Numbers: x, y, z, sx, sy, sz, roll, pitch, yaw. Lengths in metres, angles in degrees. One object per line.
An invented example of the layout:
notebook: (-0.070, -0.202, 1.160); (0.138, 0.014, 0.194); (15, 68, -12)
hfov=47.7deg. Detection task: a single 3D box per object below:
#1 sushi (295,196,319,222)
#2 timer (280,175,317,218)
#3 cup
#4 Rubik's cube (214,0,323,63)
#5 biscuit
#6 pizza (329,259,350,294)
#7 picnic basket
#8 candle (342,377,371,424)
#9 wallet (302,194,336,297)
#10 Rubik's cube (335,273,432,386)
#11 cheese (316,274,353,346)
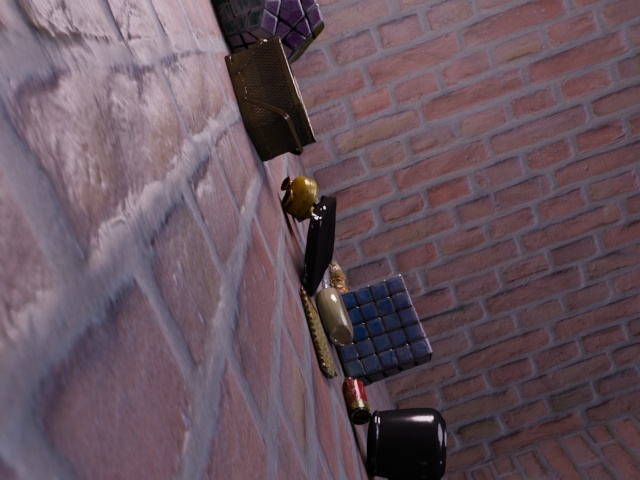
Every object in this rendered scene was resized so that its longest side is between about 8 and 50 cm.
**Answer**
sushi: (-0.048, -0.107, 2.020); (0.094, 0.084, 0.098); (-90, 156, -70)
timer: (-0.044, -0.106, 1.843); (0.109, 0.107, 0.107); (21, 29, -25)
cup: (0.189, 0.479, 1.605); (0.169, 0.176, 0.223); (90, 6, -58)
Rubik's cube: (-0.139, -0.628, 2.003); (0.319, 0.318, 0.264); (-106, -160, -46)
biscuit: (-0.001, 0.205, 1.513); (0.144, 0.016, 0.203); (65, 5, -54)
pizza: (0.079, 0.202, 2.383); (0.189, 0.071, 0.297); (65, 6, -53)
picnic basket: (-0.117, -0.334, 1.728); (0.165, 0.139, 0.267); (64, 7, -61)
candle: (0.080, 0.358, 1.654); (0.131, 0.052, 0.052); (-106, 175, -57)
wallet: (0.000, 0.000, 1.778); (0.377, 0.051, 0.197); (-63, 157, -77)
Rubik's cube: (0.160, 0.251, 1.975); (0.238, 0.236, 0.237); (56, 15, -73)
cheese: (0.026, 0.161, 1.842); (0.137, 0.064, 0.227); (68, 2, -46)
